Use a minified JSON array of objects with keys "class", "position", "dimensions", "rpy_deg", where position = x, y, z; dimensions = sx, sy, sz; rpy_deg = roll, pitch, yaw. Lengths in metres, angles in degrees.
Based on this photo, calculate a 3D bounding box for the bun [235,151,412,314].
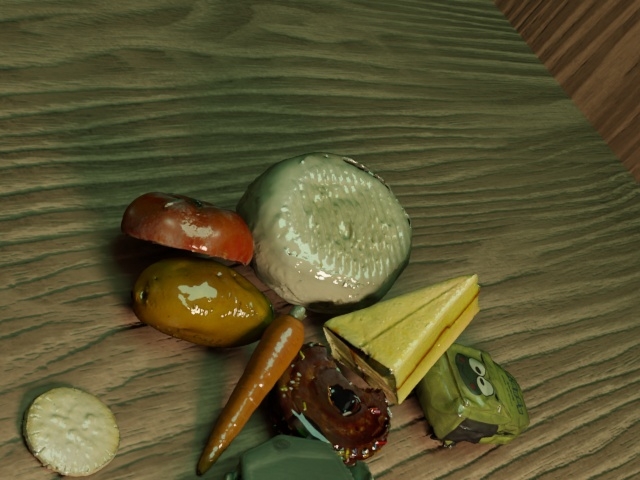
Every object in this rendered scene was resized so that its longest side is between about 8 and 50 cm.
[{"class":"bun","position":[0.000,0.000,1.895],"dimensions":[0.359,0.211,0.360],"rpy_deg":[20,47,-23]}]

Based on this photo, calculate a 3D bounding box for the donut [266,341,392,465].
[{"class":"donut","position":[0.008,0.297,1.690],"dimensions":[0.230,0.096,0.216],"rpy_deg":[32,39,-12]}]

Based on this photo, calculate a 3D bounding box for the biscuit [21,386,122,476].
[{"class":"biscuit","position":[-0.364,0.278,1.441],"dimensions":[0.152,0.020,0.152],"rpy_deg":[24,40,-22]}]

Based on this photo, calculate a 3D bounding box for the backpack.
[{"class":"backpack","position":[0.289,0.305,1.903],"dimensions":[0.253,0.140,0.207],"rpy_deg":[19,41,-37]}]

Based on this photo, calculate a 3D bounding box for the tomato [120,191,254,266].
[{"class":"tomato","position":[-0.224,-0.027,1.709],"dimensions":[0.236,0.095,0.237],"rpy_deg":[16,-1,0]}]

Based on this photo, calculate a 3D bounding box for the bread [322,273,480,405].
[{"class":"bread","position":[0.153,0.147,1.803],"dimensions":[0.163,0.168,0.264],"rpy_deg":[34,70,26]}]

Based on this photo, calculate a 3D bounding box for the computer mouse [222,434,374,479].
[{"class":"computer mouse","position":[-0.018,0.447,1.419],"dimensions":[0.228,0.146,0.429],"rpy_deg":[-1,23,-13]}]

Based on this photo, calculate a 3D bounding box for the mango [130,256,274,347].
[{"class":"mango","position":[-0.195,0.108,1.656],"dimensions":[0.248,0.151,0.156],"rpy_deg":[21,7,-20]}]

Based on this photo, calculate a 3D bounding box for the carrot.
[{"class":"carrot","position":[-0.108,0.240,1.602],"dimensions":[0.069,0.069,0.336],"rpy_deg":[35,63,-8]}]
